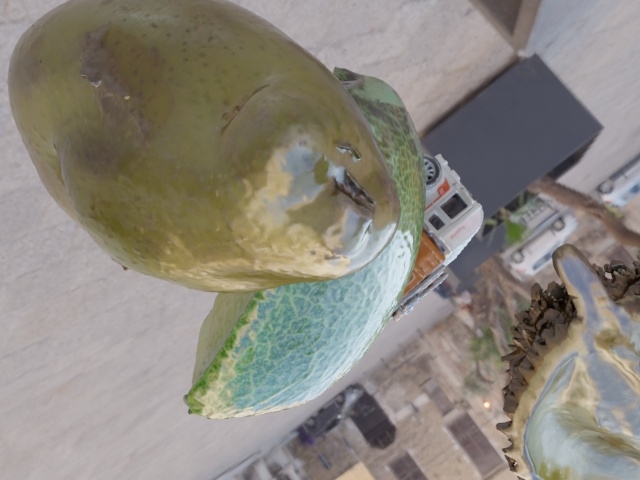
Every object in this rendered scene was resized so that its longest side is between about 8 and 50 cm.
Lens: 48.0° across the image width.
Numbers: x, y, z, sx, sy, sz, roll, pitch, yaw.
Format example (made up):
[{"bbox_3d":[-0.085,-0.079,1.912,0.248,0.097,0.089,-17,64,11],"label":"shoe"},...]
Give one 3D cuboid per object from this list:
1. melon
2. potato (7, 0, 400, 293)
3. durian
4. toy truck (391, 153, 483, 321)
[{"bbox_3d":[0.000,0.000,0.803,0.331,0.226,0.343,-8,138,-46],"label":"melon"},{"bbox_3d":[-0.087,-0.072,0.536,0.202,0.351,0.218,-22,123,-39],"label":"potato"},{"bbox_3d":[0.153,0.057,0.353,0.148,0.188,0.091,-31,-146,22],"label":"durian"},{"bbox_3d":[0.123,0.027,1.311,0.387,0.207,0.173,-38,168,-17],"label":"toy truck"}]
